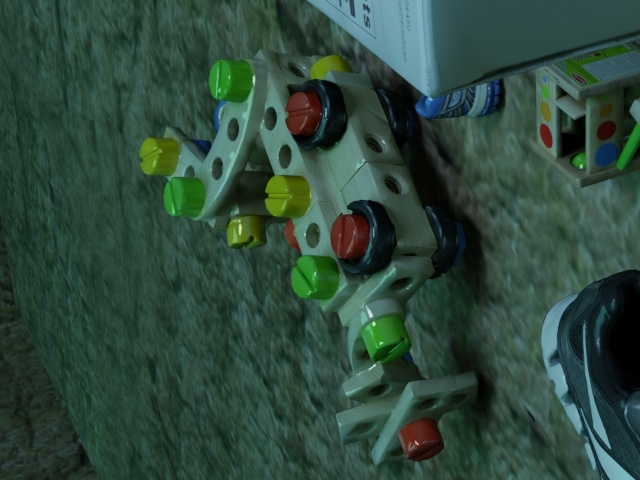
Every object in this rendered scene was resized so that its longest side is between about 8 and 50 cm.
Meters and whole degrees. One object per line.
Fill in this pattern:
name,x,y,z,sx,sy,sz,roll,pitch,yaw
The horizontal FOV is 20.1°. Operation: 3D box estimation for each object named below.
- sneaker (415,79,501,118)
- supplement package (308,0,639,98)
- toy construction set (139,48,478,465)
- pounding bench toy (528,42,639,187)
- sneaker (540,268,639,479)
sneaker,0.066,-0.137,1.098,0.052,0.058,0.135,162,92,-72
supplement package,0.113,-0.191,0.576,0.145,0.262,0.204,-134,32,-55
toy construction set,0.000,0.000,1.267,0.215,0.151,0.327,-49,64,40
pounding bench toy,0.149,-0.059,0.929,0.083,0.052,0.065,-131,30,-52
sneaker,0.185,0.117,0.936,0.106,0.078,0.234,109,143,-65
